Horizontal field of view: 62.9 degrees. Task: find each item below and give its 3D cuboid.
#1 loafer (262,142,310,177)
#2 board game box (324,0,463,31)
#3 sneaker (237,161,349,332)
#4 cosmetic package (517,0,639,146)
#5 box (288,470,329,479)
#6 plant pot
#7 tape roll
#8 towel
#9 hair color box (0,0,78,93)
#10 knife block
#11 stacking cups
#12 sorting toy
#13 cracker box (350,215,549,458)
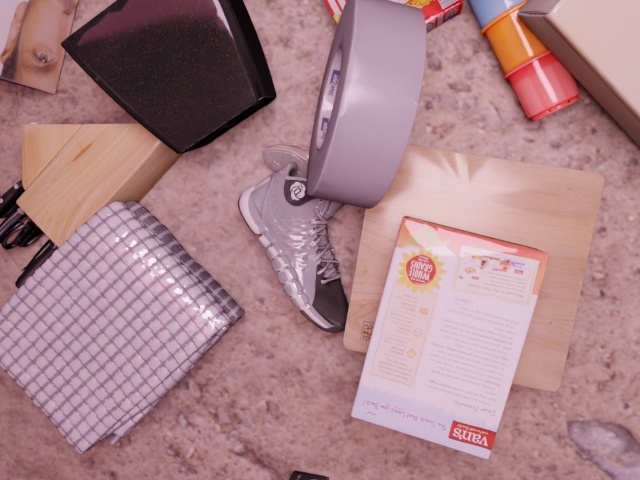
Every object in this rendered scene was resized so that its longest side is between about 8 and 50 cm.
[{"bbox_3d":[-0.014,-0.106,0.704,0.125,0.039,0.045,15,134,10],"label":"loafer"},{"bbox_3d":[0.069,-0.340,0.663,0.146,0.045,0.193,-28,89,12],"label":"board game box"},{"bbox_3d":[0.000,0.000,0.671,0.132,0.086,0.229,-36,88,23],"label":"sneaker"},{"bbox_3d":[0.375,-0.186,0.538,0.309,0.113,0.160,38,111,-13],"label":"cosmetic package"},{"bbox_3d":[-0.044,0.431,0.648,0.056,0.231,0.183,5,95,12],"label":"box"},{"bbox_3d":[-0.156,-0.214,0.649,0.187,0.188,0.167,-31,100,10],"label":"plant pot"},{"bbox_3d":[0.042,-0.148,0.574,0.072,0.219,0.219,11,96,-8],"label":"tape roll"},{"bbox_3d":[-0.280,0.118,0.723,0.283,0.121,0.235,-44,88,8],"label":"towel"},{"bbox_3d":[-0.396,-0.379,0.666,0.110,0.185,0.339,20,98,6],"label":"hair color box"},{"bbox_3d":[-0.328,-0.038,0.731,0.275,0.088,0.242,1,95,9],"label":"knife block"},{"bbox_3d":[0.221,-0.300,0.622,0.096,0.096,0.316,-28,91,10],"label":"stacking cups"},{"bbox_3d":[0.178,0.026,0.653,0.257,0.089,0.255,10,96,9],"label":"sorting toy"},{"bbox_3d":[0.138,0.103,0.586,0.155,0.067,0.232,15,96,9],"label":"cracker box"}]
